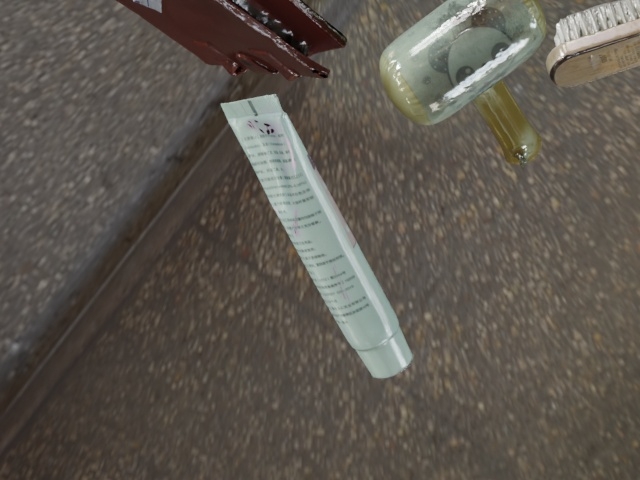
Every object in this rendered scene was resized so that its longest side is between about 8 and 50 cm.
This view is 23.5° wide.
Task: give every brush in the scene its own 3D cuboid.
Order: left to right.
[{"bbox_3d":[0.387,-0.240,1.584,0.327,0.070,0.065,-17,62,6],"label":"brush"}]

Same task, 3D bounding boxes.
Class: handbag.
[{"bbox_3d":[-0.135,-0.286,1.793,0.275,0.260,0.084,36,76,-39],"label":"handbag"}]

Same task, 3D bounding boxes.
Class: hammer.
[{"bbox_3d":[0.200,-0.172,1.826,0.202,0.113,0.305,-34,142,4],"label":"hammer"}]

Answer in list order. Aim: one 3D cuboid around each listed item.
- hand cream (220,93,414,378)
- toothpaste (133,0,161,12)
[{"bbox_3d":[0.000,0.000,1.544,0.058,0.085,0.331,-46,118,-31],"label":"hand cream"},{"bbox_3d":[-0.124,-0.257,1.053,0.042,0.067,0.195,-3,91,9],"label":"toothpaste"}]
